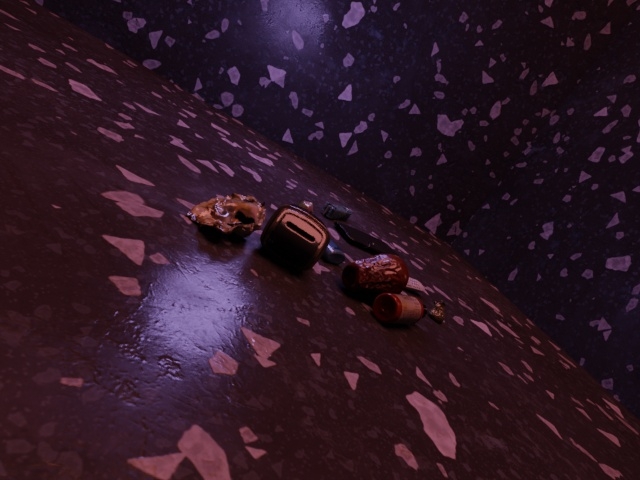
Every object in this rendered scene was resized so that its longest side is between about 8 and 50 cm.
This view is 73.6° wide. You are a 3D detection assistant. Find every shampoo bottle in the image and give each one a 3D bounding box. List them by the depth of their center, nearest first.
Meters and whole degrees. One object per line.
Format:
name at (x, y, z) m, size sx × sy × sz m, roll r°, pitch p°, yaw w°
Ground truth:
shampoo bottle at (0.303, 0.250, 1.553) m, size 0.278 × 0.104 × 0.104 m, roll 15°, pitch 24°, yaw -50°
shampoo bottle at (0.000, 0.000, 1.771) m, size 0.104 × 0.061 × 0.258 m, roll 18°, pitch 22°, yaw -44°

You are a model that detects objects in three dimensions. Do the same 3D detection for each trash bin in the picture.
trash bin at (-0.080, -0.021, 1.468) m, size 0.210 × 0.182 × 0.290 m, roll 32°, pitch 10°, yaw -4°

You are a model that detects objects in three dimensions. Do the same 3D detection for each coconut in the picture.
coconut at (-0.075, -0.147, 2.034) m, size 0.082 × 0.081 × 0.083 m, roll 11°, pitch -9°, yaw -33°

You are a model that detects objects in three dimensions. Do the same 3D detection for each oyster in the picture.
oyster at (-0.279, -0.072, 1.389) m, size 0.201 × 0.106 × 0.354 m, roll 17°, pitch 25°, yaw 13°

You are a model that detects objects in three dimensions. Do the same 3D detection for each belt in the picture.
belt at (0.091, -0.162, 2.427) m, size 0.087 × 0.072 × 0.302 m, roll 44°, pitch 16°, yaw 19°

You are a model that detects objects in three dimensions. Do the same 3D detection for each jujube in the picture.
jujube at (0.199, 0.131, 1.570) m, size 0.256 × 0.189 × 0.190 m, roll 9°, pitch 28°, yaw -35°

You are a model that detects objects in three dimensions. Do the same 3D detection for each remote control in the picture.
remote control at (0.400, 0.204, 2.009) m, size 0.229 × 0.044 × 0.073 m, roll 16°, pitch 39°, yaw -29°

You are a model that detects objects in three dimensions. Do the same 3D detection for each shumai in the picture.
shumai at (0.519, 0.308, 1.862) m, size 0.083 × 0.080 × 0.082 m, roll 32°, pitch 17°, yaw -15°

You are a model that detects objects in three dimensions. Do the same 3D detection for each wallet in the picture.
wallet at (0.243, 0.005, 2.272) m, size 0.378 × 0.051 × 0.197 m, roll 21°, pitch 19°, yaw -34°

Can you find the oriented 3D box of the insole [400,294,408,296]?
insole at (0.367, 0.263, 1.829) m, size 0.064 × 0.004 × 0.188 m, roll 35°, pitch 15°, yaw 7°
